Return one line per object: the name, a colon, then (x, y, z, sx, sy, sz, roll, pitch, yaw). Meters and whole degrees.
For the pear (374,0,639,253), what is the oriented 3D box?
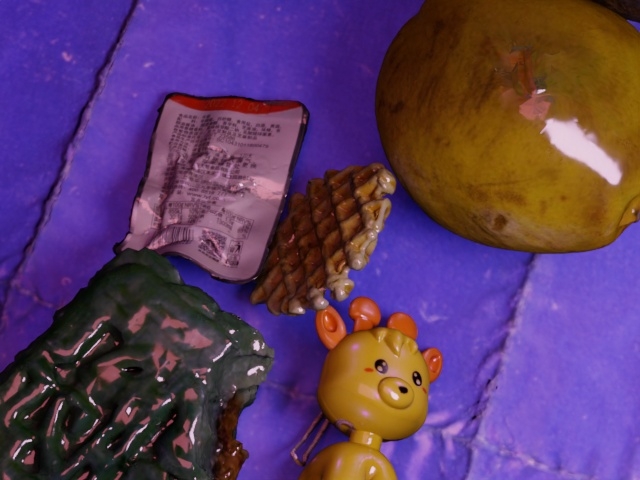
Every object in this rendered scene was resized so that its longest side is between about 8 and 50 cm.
pear: (0.196, -0.120, 1.671, 0.269, 0.269, 0.321, -35, 58, -6)

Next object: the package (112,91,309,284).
package: (-0.111, -0.055, 1.782, 0.166, 0.040, 0.232, 6, 55, 11)

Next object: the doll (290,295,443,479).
doll: (0.045, 0.161, 1.657, 0.143, 0.135, 0.221, 20, 63, -19)

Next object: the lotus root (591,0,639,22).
lotus root: (0.293, -0.329, 1.737, 0.196, 0.179, 0.397, -46, 47, -13)

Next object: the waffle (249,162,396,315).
waffle: (0.000, 0.000, 1.703, 0.036, 0.183, 0.169, 34, 66, -26)

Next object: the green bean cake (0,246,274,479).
green bean cake: (-0.163, 0.200, 1.637, 0.300, 0.169, 0.308, 38, 77, 20)
